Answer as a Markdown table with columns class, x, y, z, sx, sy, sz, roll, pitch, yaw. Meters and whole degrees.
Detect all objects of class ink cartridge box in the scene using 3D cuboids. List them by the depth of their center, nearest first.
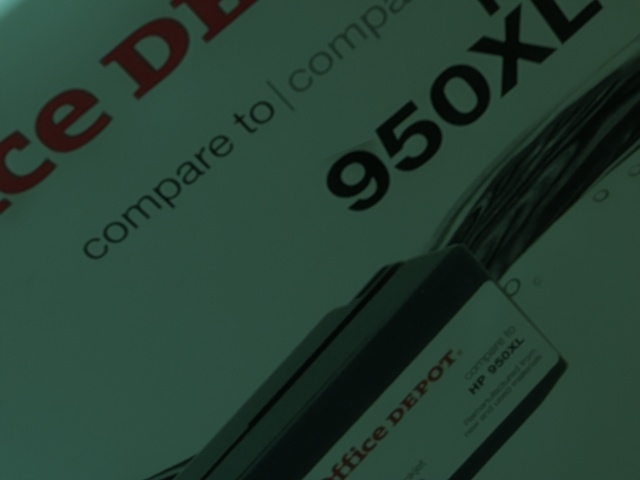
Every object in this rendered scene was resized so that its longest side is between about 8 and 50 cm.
| class | x | y | z | sx | sy | sz | roll | pitch | yaw |
| --- | --- | --- | --- | --- | --- | --- | --- | --- | --- |
| ink cartridge box | 0.000 | 0.000 | 0.590 | 0.285 | 0.395 | 0.166 | -40 | 40 | 7 |
